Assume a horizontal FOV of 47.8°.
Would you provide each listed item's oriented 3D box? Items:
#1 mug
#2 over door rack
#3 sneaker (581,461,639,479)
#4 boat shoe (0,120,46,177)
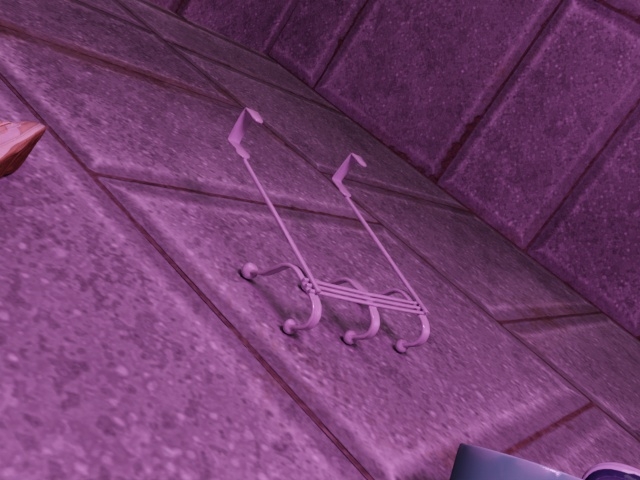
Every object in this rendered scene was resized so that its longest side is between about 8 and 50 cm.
[{"bbox_3d":[0.183,0.247,0.627,0.129,0.098,0.157,31,-18,-38],"label":"mug"},{"bbox_3d":[0.000,0.000,0.988,0.239,0.108,0.324,16,44,-45],"label":"over door rack"},{"bbox_3d":[0.390,0.360,0.763,0.282,0.099,0.153,44,17,23],"label":"sneaker"},{"bbox_3d":[-0.343,-0.102,0.757,0.059,0.063,0.170,36,16,-12],"label":"boat shoe"}]
